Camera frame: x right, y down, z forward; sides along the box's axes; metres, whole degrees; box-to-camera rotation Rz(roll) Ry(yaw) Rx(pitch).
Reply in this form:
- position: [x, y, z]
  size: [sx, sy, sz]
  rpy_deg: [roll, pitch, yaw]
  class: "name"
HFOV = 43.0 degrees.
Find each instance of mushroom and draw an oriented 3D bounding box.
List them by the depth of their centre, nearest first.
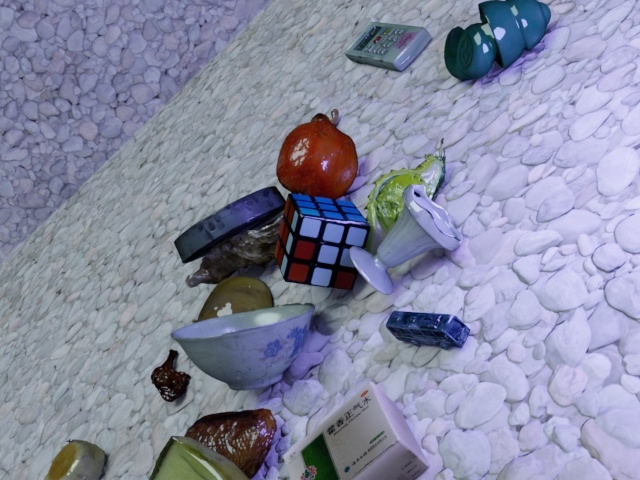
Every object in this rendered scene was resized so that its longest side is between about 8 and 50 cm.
- position: [0.008, -0.338, 2.348]
  size: [0.129, 0.073, 0.088]
  rpy_deg: [-64, 4, -33]
  class: "mushroom"

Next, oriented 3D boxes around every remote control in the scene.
- position: [0.196, -0.585, 2.430]
  size: [0.145, 0.050, 0.344]
  rpy_deg: [-49, 29, -4]
  class: "remote control"

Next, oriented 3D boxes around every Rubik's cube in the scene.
- position: [0.000, 0.000, 1.776]
  size: [0.160, 0.162, 0.163]
  rpy_deg: [-119, 42, -67]
  class: "Rubik's cube"

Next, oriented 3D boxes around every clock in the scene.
- position: [-0.236, -0.041, 2.133]
  size: [0.319, 0.066, 0.319]
  rpy_deg: [-30, -2, -1]
  class: "clock"

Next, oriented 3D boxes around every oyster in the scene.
- position: [-0.156, 0.014, 2.098]
  size: [0.396, 0.111, 0.204]
  rpy_deg: [-25, 3, 25]
  class: "oyster"

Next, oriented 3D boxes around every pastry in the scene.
- position: [-0.609, 0.569, 2.009]
  size: [0.166, 0.088, 0.166]
  rpy_deg: [-34, 31, 24]
  class: "pastry"

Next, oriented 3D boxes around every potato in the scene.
- position: [-0.174, 0.535, 1.408]
  size: [0.280, 0.213, 0.330]
  rpy_deg: [28, 98, 35]
  class: "potato"
- position: [-0.237, 0.186, 1.984]
  size: [0.239, 0.116, 0.299]
  rpy_deg: [-41, 28, 18]
  class: "potato"

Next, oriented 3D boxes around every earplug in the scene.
- position: [0.420, -0.488, 1.957]
  size: [0.280, 0.164, 0.257]
  rpy_deg: [-20, 0, 20]
  class: "earplug"

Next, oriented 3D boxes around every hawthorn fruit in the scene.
- position: [-0.015, -0.176, 2.053]
  size: [0.205, 0.205, 0.253]
  rpy_deg: [-15, 47, 43]
  class: "hawthorn fruit"

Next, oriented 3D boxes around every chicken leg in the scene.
- position: [-0.379, 0.340, 2.035]
  size: [0.093, 0.053, 0.205]
  rpy_deg: [-27, 34, -13]
  class: "chicken leg"

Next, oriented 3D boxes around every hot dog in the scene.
- position: [-0.176, 0.407, 1.634]
  size: [0.227, 0.099, 0.160]
  rpy_deg: [-16, 41, 41]
  class: "hot dog"

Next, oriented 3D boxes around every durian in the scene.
- position: [0.178, -0.087, 1.783]
  size: [0.132, 0.106, 0.375]
  rpy_deg: [21, 75, 53]
  class: "durian"

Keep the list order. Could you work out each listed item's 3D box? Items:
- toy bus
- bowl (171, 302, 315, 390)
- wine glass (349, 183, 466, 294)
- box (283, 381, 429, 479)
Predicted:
- position: [0.194, 0.162, 1.490]
  size: [0.166, 0.065, 0.047]
  rpy_deg: [-3, 50, 53]
  class: "toy bus"
- position: [-0.150, 0.236, 1.729]
  size: [0.313, 0.146, 0.313]
  rpy_deg: [-11, 1, 0]
  class: "bowl"
- position: [0.168, 0.000, 1.637]
  size: [0.196, 0.165, 0.165]
  rpy_deg: [-40, 30, 19]
  class: "wine glass"
- position: [0.056, 0.373, 1.382]
  size: [0.212, 0.095, 0.168]
  rpy_deg: [-42, 27, 7]
  class: "box"
